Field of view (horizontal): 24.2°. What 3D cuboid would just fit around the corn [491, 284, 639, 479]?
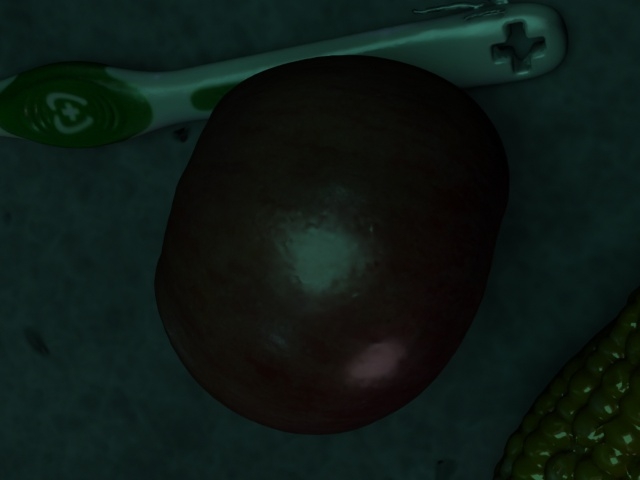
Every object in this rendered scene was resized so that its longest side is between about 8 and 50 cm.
[{"bbox_3d":[0.168,0.024,0.566,0.097,0.097,0.320,36,105,9],"label":"corn"}]

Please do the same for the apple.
[{"bbox_3d":[0.000,0.000,0.580,0.120,0.153,0.153,24,105,-7],"label":"apple"}]

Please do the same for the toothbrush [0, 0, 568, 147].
[{"bbox_3d":[-0.099,-0.063,0.665,0.417,0.040,0.042,-7,120,14],"label":"toothbrush"}]
